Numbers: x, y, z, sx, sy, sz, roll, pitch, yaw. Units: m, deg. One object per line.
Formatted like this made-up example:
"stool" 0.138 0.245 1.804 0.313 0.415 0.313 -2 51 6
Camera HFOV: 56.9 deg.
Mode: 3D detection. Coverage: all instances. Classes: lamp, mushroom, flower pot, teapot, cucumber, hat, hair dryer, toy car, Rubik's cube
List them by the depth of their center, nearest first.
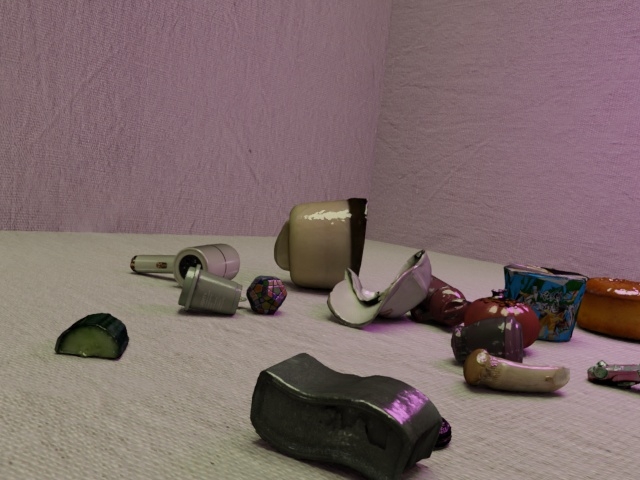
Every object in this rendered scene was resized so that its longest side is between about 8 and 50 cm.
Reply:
"flower pot" 0.029 0.227 0.760 0.229 0.103 0.108 11 7 29
"cucumber" -0.413 0.171 1.076 0.116 0.062 0.115 7 1 -9
"mushroom" 0.371 0.253 1.116 0.209 0.071 0.084 9 -27 -7
"toy car" 0.627 0.276 1.216 0.142 0.055 0.069 -6 -2 29
"teapot" 0.354 0.215 1.257 0.146 0.116 0.148 -3 5 23
"lamp" 0.440 0.193 1.435 0.182 0.140 0.182 5 10 -1
"Rubik's cube" -0.141 0.141 1.539 0.111 0.093 0.111 7 8 -1
"hat" 0.168 0.161 1.585 0.258 0.168 0.301 -17 16 34
"hair dryer" -0.454 0.076 1.840 0.362 0.128 0.203 0 4 20

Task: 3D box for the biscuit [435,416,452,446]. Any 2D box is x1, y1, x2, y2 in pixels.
"biscuit" 0.147 0.269 0.849 0.089 0.027 0.087 1 8 -41

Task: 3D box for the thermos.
"thermos" 0.327 0.171 1.684 0.136 0.109 0.330 6 5 -7

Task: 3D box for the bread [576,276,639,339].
"bread" 0.917 0.202 1.791 0.312 0.172 0.312 8 1 0

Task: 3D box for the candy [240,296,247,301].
"candy" -0.281 0.146 1.585 0.182 0.046 0.053 15 5 27

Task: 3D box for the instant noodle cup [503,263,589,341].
"instant noodle cup" 0.613 0.172 1.643 0.240 0.178 0.240 6 5 -1

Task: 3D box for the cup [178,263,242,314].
"cup" -0.269 0.128 1.456 0.141 0.120 0.120 15 4 -8

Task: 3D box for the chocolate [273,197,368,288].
"chocolate" 0.000 0.000 1.969 0.297 0.326 0.314 10 3 -4
